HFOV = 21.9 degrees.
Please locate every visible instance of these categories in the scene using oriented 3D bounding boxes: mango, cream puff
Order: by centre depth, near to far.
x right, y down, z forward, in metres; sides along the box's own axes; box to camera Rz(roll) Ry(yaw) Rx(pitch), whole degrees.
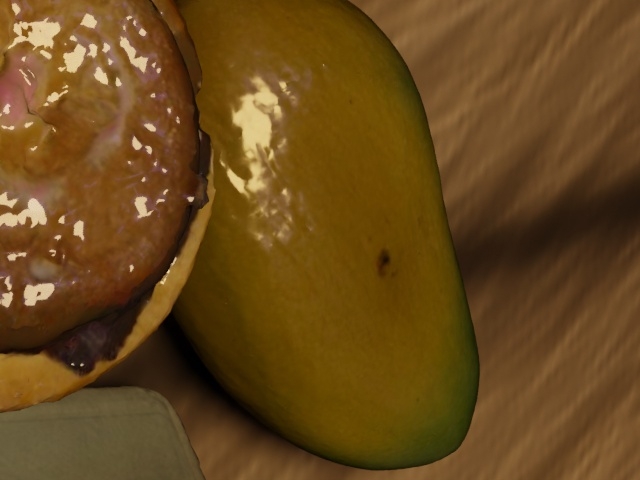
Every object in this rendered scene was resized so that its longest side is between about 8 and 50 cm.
[{"bbox_3d":[-0.122,-0.032,0.556,0.189,0.129,0.189,5,81,-34],"label":"cream puff"},{"bbox_3d":[-0.006,0.001,0.684,0.137,0.091,0.237,-27,107,-32],"label":"mango"}]

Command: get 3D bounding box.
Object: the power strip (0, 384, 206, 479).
[{"bbox_3d":[-0.119,0.150,0.582,0.213,0.064,0.198,1,54,-39],"label":"power strip"}]
